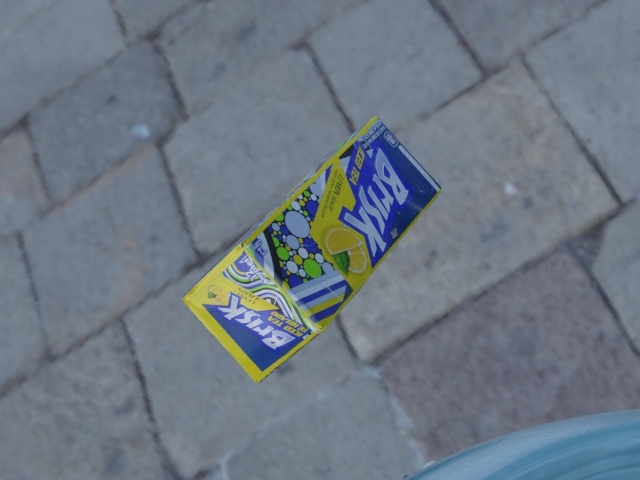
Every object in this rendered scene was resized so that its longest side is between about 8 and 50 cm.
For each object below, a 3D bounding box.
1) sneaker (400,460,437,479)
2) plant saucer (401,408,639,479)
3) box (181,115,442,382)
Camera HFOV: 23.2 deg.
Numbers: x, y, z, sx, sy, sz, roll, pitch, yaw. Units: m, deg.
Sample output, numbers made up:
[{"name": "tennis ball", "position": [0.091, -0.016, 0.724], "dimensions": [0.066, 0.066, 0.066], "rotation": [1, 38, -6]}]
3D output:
[{"name": "sneaker", "position": [0.120, 0.159, 0.815], "dimensions": [0.235, 0.153, 0.094], "rotation": [-40, 12, 30]}, {"name": "plant saucer", "position": [0.123, 0.143, 0.350], "dimensions": [0.318, 0.043, 0.317], "rotation": [6, 39, -5]}, {"name": "box", "position": [0.000, 0.000, 0.802], "dimensions": [0.054, 0.059, 0.169], "rotation": [-40, 4, 36]}]
